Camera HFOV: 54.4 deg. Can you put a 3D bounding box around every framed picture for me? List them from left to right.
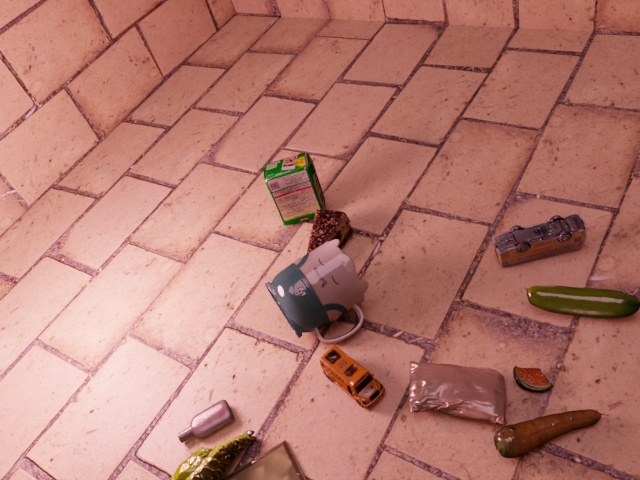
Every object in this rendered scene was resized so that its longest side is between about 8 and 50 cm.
[{"bbox_3d":[-0.155,0.652,1.640,0.231,0.010,0.173,-29,45,-8],"label":"framed picture"}]

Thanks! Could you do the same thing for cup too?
[{"bbox_3d":[0.007,0.175,1.911,0.258,0.219,0.289,-31,77,-10],"label":"cup"}]

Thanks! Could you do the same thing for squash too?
[{"bbox_3d":[0.723,0.170,1.728,0.293,0.082,0.082,3,49,25],"label":"squash"}]

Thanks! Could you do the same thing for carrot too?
[{"bbox_3d":[0.571,0.459,1.527,0.298,0.078,0.078,-16,44,-3],"label":"carrot"}]

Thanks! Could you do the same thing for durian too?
[{"bbox_3d":[-0.325,0.627,1.653,0.375,0.106,0.132,-40,31,-26],"label":"durian"}]

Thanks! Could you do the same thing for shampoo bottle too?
[{"bbox_3d":[-0.334,0.529,1.801,0.165,0.040,0.080,-29,47,-9],"label":"shampoo bottle"}]

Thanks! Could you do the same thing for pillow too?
[{"bbox_3d":[0.356,0.402,1.652,0.270,0.067,0.173,1,43,20],"label":"pillow"}]

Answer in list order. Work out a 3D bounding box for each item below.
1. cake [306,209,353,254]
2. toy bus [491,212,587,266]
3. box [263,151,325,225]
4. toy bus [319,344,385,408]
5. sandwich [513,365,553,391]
[{"bbox_3d":[-0.010,0.006,2.134,0.135,0.112,0.246,21,61,37],"label":"cake"},{"bbox_3d":[0.665,0.001,1.893,0.268,0.106,0.092,-16,45,9],"label":"toy bus"},{"bbox_3d":[-0.089,-0.182,2.239,0.180,0.250,0.103,-16,39,6],"label":"box"},{"bbox_3d":[0.087,0.382,1.753,0.083,0.088,0.194,-41,47,-20],"label":"toy bus"},{"bbox_3d":[0.559,0.368,1.640,0.101,0.026,0.069,2,45,18],"label":"sandwich"}]
